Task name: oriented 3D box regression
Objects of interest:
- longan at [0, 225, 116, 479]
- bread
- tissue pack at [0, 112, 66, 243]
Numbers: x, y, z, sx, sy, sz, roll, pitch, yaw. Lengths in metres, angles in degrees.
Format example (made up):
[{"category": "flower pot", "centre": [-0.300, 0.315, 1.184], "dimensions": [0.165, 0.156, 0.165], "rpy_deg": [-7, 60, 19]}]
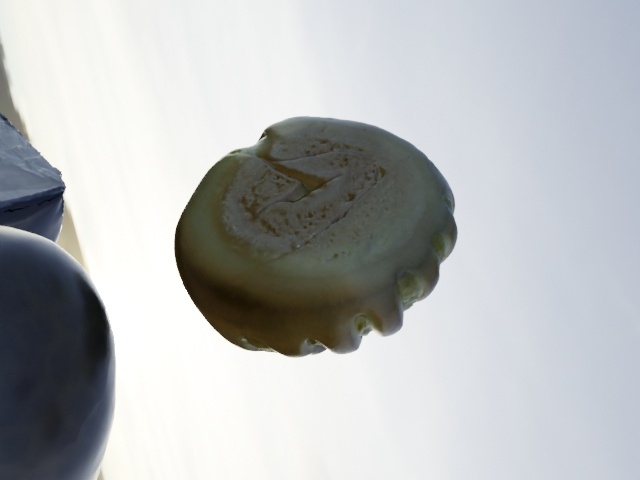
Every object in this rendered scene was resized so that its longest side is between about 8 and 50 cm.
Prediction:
[{"category": "longan", "centre": [-0.209, 0.094, 0.560], "dimensions": [0.198, 0.198, 0.212], "rpy_deg": [59, -40, 41]}, {"category": "bread", "centre": [0.000, 0.000, 0.738], "dimensions": [0.105, 0.213, 0.213], "rpy_deg": [86, -20, -44]}, {"category": "tissue pack", "centre": [-0.417, 0.061, 1.051], "dimensions": [0.198, 0.210, 0.370], "rpy_deg": [39, -56, 22]}]
